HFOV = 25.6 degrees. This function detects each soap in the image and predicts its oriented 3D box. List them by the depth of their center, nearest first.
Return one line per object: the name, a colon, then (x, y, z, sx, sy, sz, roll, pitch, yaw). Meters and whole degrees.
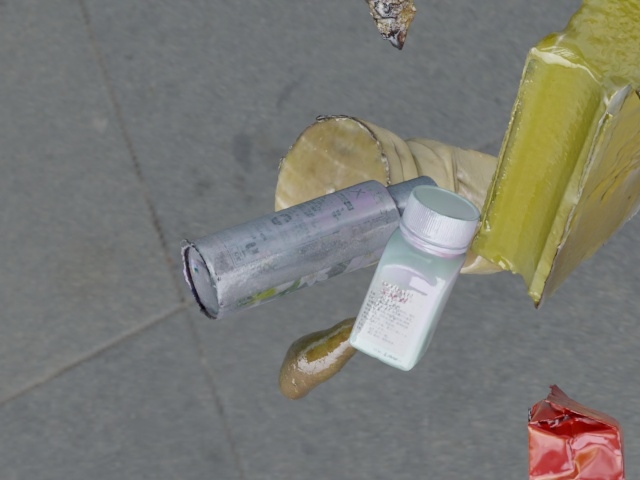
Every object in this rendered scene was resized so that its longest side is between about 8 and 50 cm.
soap: (0.181, -0.068, 0.930, 0.076, 0.233, 0.135, 40, 61, 18)

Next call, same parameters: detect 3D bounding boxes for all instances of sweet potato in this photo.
sweet potato: (0.000, 0.157, 1.972, 0.244, 0.077, 0.077, -47, 60, 52)

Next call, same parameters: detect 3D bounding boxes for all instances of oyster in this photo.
oyster: (0.075, -0.287, 1.612, 0.086, 0.029, 0.132, -34, 103, 36)

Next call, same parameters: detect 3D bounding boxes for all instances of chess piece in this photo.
chess piece: (0.092, -0.037, 1.323, 0.137, 0.301, 0.137, -1, 88, 36)

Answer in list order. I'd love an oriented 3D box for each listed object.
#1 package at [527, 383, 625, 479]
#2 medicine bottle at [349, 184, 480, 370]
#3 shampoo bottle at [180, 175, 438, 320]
package: (0.312, 0.391, 1.718, 0.123, 0.196, 0.423, -1, 87, 11)
medicine bottle: (0.069, 0.024, 0.997, 0.055, 0.074, 0.118, 26, 115, 11)
shampoo bottle: (0.000, 0.000, 1.108, 0.214, 0.072, 0.072, -19, 68, -22)
